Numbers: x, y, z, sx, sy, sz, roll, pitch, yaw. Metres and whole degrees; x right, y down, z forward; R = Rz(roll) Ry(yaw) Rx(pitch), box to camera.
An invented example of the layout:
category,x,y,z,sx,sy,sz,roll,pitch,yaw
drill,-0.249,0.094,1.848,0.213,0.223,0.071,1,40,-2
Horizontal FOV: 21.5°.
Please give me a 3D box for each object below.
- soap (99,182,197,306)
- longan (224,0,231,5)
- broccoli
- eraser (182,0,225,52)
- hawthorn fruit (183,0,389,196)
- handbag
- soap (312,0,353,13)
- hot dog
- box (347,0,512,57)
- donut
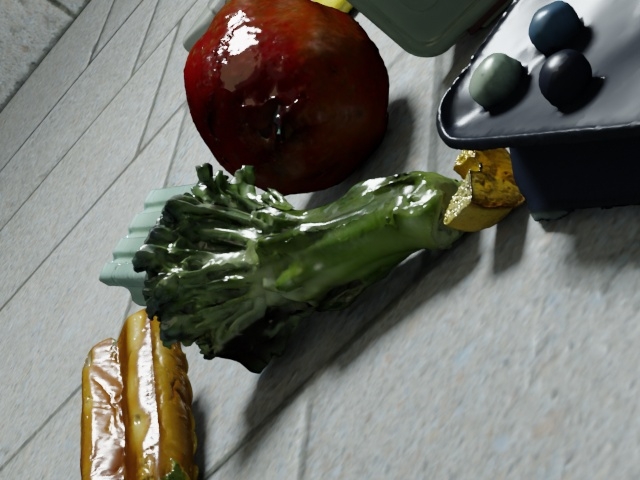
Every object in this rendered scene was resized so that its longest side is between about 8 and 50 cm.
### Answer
category,x,y,z,sx,sy,sz,roll,pitch,yaw
soap,-0.146,0.006,1.693,0.119,0.066,0.198,-61,18,-12
longan,-0.057,-0.255,1.904,0.106,0.106,0.119,-26,76,57
broccoli,-0.005,0.001,1.267,0.304,0.145,0.165,-14,47,46
eraser,-0.031,-0.345,1.992,0.352,0.089,0.061,-52,15,7
hawthorn fruit,-0.033,-0.113,1.433,0.181,0.181,0.235,-49,14,20
handbag,0.216,-0.152,0.975,0.269,0.118,0.326,-59,20,-13
soap,0.019,-0.258,1.796,0.168,0.033,0.089,-46,22,27
hot dog,-0.153,0.161,1.385,0.115,0.072,0.269,-31,33,16
box,0.062,-0.319,1.408,0.193,0.294,0.167,-43,10,30
donut,0.104,-0.040,1.139,0.083,0.067,0.038,59,137,35
